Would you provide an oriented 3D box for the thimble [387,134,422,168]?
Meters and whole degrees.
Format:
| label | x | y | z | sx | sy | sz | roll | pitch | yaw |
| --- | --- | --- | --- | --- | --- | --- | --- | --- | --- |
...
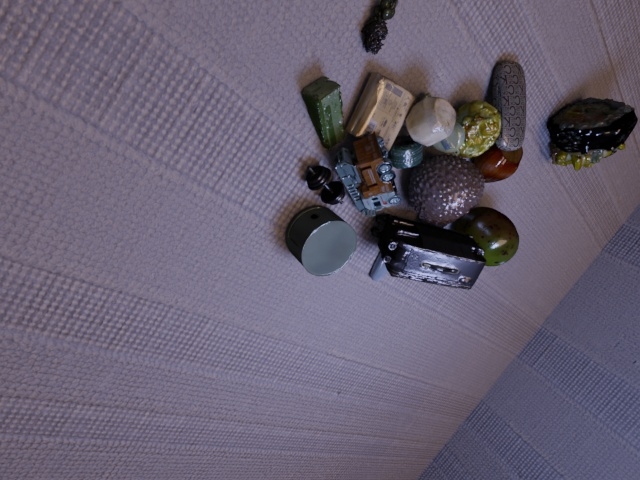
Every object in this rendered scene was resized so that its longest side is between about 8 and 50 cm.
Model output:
| label | x | y | z | sx | sy | sz | roll | pitch | yaw |
| --- | --- | --- | --- | --- | --- | --- | --- | --- | --- |
| thimble | 0.318 | -0.333 | 1.518 | 0.135 | 0.118 | 0.090 | -25 | 129 | -24 |

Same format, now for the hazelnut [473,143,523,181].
| label | x | y | z | sx | sy | sz | roll | pitch | yaw |
| --- | --- | --- | --- | --- | --- | --- | --- | --- | --- |
| hazelnut | 0.768 | -0.349 | 1.774 | 0.212 | 0.181 | 0.180 | -7 | 90 | -30 |

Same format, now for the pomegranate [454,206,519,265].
| label | x | y | z | sx | sy | sz | roll | pitch | yaw |
| --- | --- | --- | --- | --- | --- | --- | --- | --- | --- |
| pomegranate | 0.749 | 0.013 | 1.877 | 0.291 | 0.291 | 0.323 | 40 | 80 | -41 |

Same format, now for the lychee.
| label | x | y | z | sx | sy | sz | roll | pitch | yaw |
| --- | --- | --- | --- | --- | --- | --- | --- | --- | --- |
| lychee | 0.494 | -0.209 | 1.613 | 0.301 | 0.300 | 0.299 | -15 | 124 | -24 |

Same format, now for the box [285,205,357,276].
| label | x | y | z | sx | sy | sz | roll | pitch | yaw |
| --- | --- | --- | --- | --- | --- | --- | --- | --- | --- |
| box | 0.000 | 0.000 | 1.492 | 0.227 | 0.149 | 0.225 | -16 | 124 | -24 |

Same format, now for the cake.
| label | x | y | z | sx | sy | sz | roll | pitch | yaw |
| --- | --- | --- | --- | --- | --- | --- | --- | --- | --- |
| cake | 0.017 | -0.416 | 1.338 | 0.100 | 0.099 | 0.235 | -36 | 151 | -10 |

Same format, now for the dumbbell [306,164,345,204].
| label | x | y | z | sx | sy | sz | roll | pitch | yaw |
| --- | --- | --- | --- | --- | --- | --- | --- | --- | --- |
| dumbbell | 0.020 | -0.193 | 1.426 | 0.099 | 0.099 | 0.208 | -48 | 130 | 1 |

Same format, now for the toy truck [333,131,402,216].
| label | x | y | z | sx | sy | sz | roll | pitch | yaw |
| --- | --- | --- | --- | --- | --- | --- | --- | --- | --- |
| toy truck | 0.177 | -0.217 | 1.458 | 0.185 | 0.132 | 0.338 | -17 | 148 | 12 |

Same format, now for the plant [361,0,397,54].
| label | x | y | z | sx | sy | sz | roll | pitch | yaw |
| --- | --- | --- | --- | --- | --- | --- | --- | --- | --- |
| plant | 0.185 | -0.675 | 1.266 | 0.085 | 0.087 | 0.174 | -19 | 137 | -60 |

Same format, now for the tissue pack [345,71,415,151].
| label | x | y | z | sx | sy | sz | roll | pitch | yaw |
| --- | --- | --- | --- | --- | --- | --- | --- | --- | --- |
| tissue pack | 0.209 | -0.442 | 1.405 | 0.187 | 0.090 | 0.222 | 12 | 109 | -38 |

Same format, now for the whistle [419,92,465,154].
| label | x | y | z | sx | sy | sz | roll | pitch | yaw |
| --- | --- | --- | --- | --- | --- | --- | --- | --- | --- |
| whistle | 0.450 | -0.429 | 1.514 | 0.067 | 0.126 | 0.257 | -42 | 104 | -42 |

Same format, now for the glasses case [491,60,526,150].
| label | x | y | z | sx | sy | sz | roll | pitch | yaw |
| --- | --- | --- | --- | --- | --- | --- | --- | --- | --- |
| glasses case | 0.761 | -0.540 | 1.634 | 0.137 | 0.085 | 0.353 | -3 | 93 | -25 |

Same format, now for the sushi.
| label | x | y | z | sx | sy | sz | roll | pitch | yaw |
| --- | --- | --- | --- | --- | --- | --- | --- | --- | --- |
| sushi | 1.267 | -0.481 | 1.904 | 0.328 | 0.329 | 0.285 | -33 | 124 | -18 |

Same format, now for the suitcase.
| label | x | y | z | sx | sy | sz | roll | pitch | yaw |
| --- | --- | --- | --- | --- | --- | --- | --- | --- | --- |
| suitcase | 0.431 | 0.049 | 1.633 | 0.435 | 0.283 | 0.194 | 10 | 118 | -11 |

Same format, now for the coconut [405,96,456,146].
| label | x | y | z | sx | sy | sz | roll | pitch | yaw |
| --- | --- | --- | --- | --- | --- | --- | --- | --- | --- |
| coconut | 0.382 | -0.414 | 1.427 | 0.161 | 0.162 | 0.160 | 6 | 77 | -28 |

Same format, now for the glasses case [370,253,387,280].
| label | x | y | z | sx | sy | sz | roll | pitch | yaw |
| --- | --- | --- | --- | --- | --- | --- | --- | --- | --- |
| glasses case | 0.279 | 0.101 | 1.797 | 0.068 | 0.045 | 0.178 | 11 | 109 | -37 |

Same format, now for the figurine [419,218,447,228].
| label | x | y | z | sx | sy | sz | roll | pitch | yaw |
| --- | --- | --- | --- | --- | --- | --- | --- | --- | --- |
| figurine | 0.476 | -0.060 | 1.802 | 0.178 | 0.114 | 0.144 | -37 | 154 | 7 |

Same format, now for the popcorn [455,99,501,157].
| label | x | y | z | sx | sy | sz | roll | pitch | yaw |
| --- | --- | --- | --- | --- | --- | --- | --- | --- | --- |
| popcorn | 0.598 | -0.435 | 1.595 | 0.205 | 0.183 | 0.221 | 21 | 120 | -19 |
